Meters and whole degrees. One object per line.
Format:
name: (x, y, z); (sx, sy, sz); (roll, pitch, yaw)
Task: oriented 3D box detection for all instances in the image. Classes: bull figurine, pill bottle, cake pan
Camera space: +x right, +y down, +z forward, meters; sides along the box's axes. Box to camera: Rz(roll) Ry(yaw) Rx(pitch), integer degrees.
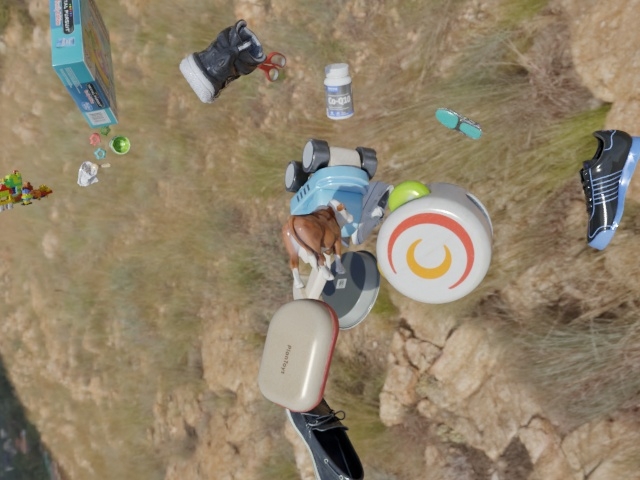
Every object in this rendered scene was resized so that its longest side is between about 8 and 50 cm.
bull figurine: (0.000, 0.000, 1.403); (0.101, 0.310, 0.189); (-14, 91, 27)
pill bottle: (0.050, -0.409, 1.582); (0.078, 0.078, 0.137); (39, 143, 50)
cake pan: (0.093, 0.164, 2.034); (0.293, 0.054, 0.293); (-35, 43, 40)

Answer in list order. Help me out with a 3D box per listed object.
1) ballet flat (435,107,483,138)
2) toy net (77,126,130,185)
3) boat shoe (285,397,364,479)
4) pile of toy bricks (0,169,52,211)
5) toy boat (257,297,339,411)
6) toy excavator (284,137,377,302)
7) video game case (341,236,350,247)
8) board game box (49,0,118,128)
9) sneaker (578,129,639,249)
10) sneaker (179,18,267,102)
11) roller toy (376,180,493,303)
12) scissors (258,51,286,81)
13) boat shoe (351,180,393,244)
ballet flat: (0.308, -0.261, 1.278); (0.114, 0.041, 0.041); (32, 124, 11)
toy net: (-0.786, -0.296, 2.046); (0.045, 0.122, 0.232); (14, 65, 47)
boat shoe: (0.016, 0.678, 2.055); (0.156, 0.186, 0.500); (-56, 44, 31)
pile of toy bricks: (-0.986, -0.173, 1.865); (0.117, 0.212, 0.105); (10, 110, 22)
toy boat: (-0.028, 0.238, 1.225); (0.150, 0.151, 0.231); (14, 91, 31)
toy excavator: (0.008, -0.040, 1.852); (0.433, 0.222, 0.446); (139, 132, -57)
video game case: (0.074, -0.030, 2.119); (0.011, 0.087, 0.122); (-45, 17, 25)
board game box: (-0.619, -0.509, 1.514); (0.254, 0.079, 0.336); (91, 167, -67)
sneaker: (0.549, -0.102, 1.135); (0.081, 0.090, 0.233); (-16, -59, -79)
sneaker: (-0.184, -0.346, 1.124); (0.101, 0.153, 0.269); (56, -178, -20)
roller toy: (0.202, 0.002, 1.014); (0.191, 0.146, 0.210); (17, 115, 12)
scissors: (-0.224, -0.643, 2.064); (0.021, 0.297, 0.109); (35, 108, 27)
boat shoe: (0.192, -0.098, 2.076); (0.088, 0.096, 0.268); (9, 57, 29)
